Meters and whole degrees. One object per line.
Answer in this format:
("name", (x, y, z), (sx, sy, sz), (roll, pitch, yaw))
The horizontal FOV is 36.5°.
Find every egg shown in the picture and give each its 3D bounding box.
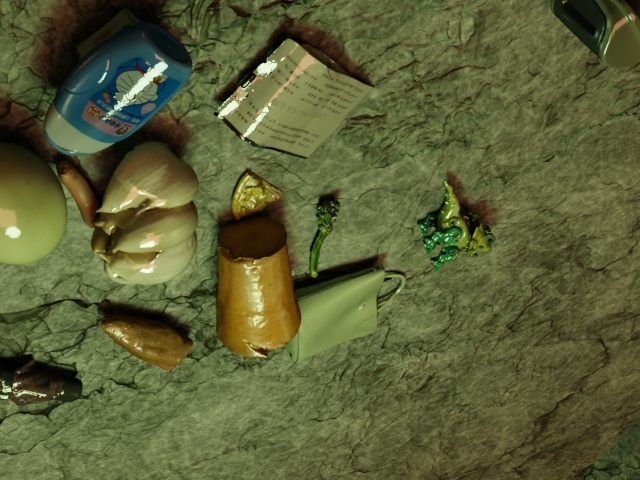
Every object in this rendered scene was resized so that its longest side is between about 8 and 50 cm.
("egg", (-0.514, -0.057, 1.599), (0.186, 0.186, 0.242), (-24, 144, 1))

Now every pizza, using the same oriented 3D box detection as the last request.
("pizza", (-0.119, -0.088, 1.893), (0.108, 0.026, 0.123), (-6, 139, -24))

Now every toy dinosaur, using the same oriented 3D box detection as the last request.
("toy dinosaur", (0.282, -0.033, 2.118), (0.153, 0.094, 0.259), (-29, 134, 7))

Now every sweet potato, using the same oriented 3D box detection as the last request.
("sweet potato", (-0.367, 0.212, 2.071), (0.097, 0.097, 0.251), (-37, 142, 17))

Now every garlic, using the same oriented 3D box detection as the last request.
("garlic", (-0.307, -0.020, 1.715), (0.203, 0.185, 0.281), (-38, 168, -45))

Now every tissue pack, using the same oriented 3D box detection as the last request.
("tissue pack", (-0.296, -0.285, 1.540), (0.108, 0.060, 0.148), (-36, 139, 15))

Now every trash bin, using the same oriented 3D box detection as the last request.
("trash bin", (0.559, -0.447, 1.668), (0.290, 0.209, 0.182), (-40, 138, 12))

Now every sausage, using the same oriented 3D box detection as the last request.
("sausage", (-0.428, -0.082, 1.726), (0.040, 0.047, 0.177), (11, 148, 17))

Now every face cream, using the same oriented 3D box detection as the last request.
("face cream", (-0.323, -0.222, 1.488), (0.264, 0.083, 0.149), (-36, 136, 25))

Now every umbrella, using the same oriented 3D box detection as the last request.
("umbrella", (-0.648, 0.300, 2.036), (0.326, 0.094, 0.090), (18, 141, -40))

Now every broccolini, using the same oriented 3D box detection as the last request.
("broccolini", (0.000, 0.000, 2.045), (0.051, 0.054, 0.239), (-20, 147, -28))

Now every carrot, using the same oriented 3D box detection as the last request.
("carrot", (-0.143, 0.088, 1.974), (0.196, 0.196, 0.254), (-16, 135, -9))

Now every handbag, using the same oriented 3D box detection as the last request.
("handbag", (0.066, 0.161, 2.225), (0.315, 0.109, 0.241), (-15, 142, -16))

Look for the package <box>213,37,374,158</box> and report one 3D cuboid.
("package", (-0.039, -0.240, 1.728), (0.204, 0.062, 0.251), (-41, 143, 24))
